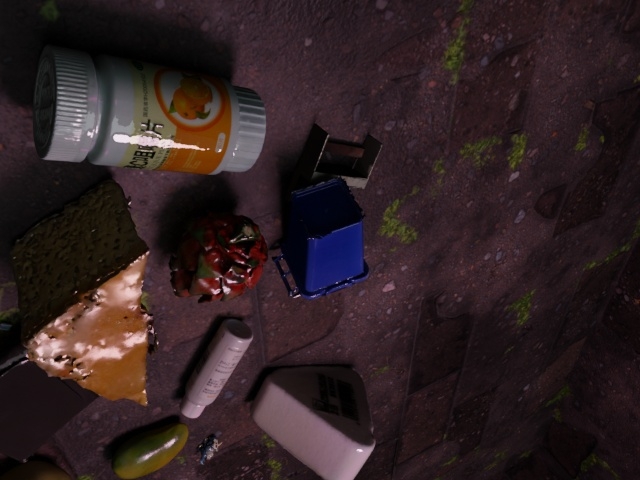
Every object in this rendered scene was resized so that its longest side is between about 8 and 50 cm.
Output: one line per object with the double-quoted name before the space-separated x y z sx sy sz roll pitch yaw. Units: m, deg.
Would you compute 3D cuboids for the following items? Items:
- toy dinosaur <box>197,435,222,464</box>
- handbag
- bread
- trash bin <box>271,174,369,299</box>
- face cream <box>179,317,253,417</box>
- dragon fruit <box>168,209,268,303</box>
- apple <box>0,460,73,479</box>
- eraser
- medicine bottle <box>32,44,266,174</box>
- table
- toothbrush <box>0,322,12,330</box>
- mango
"toy dinosaur" -0.302 0.566 1.624 0.083 0.047 0.030 -49 140 9
"handbag" -0.556 0.287 1.140 0.223 0.080 0.247 -40 140 -17
"bread" -0.336 0.096 1.032 0.279 0.248 0.315 -41 143 4
"trash bin" 0.000 0.000 1.217 0.184 0.163 0.234 -20 151 -13
"face cream" -0.251 0.305 1.403 0.082 0.082 0.269 14 117 -43
"dragon fruit" -0.193 0.029 1.131 0.188 0.182 0.182 3 136 11
"apple" -0.624 0.575 1.298 0.200 0.200 0.200 -20 136 -21
"eraser" 0.019 0.482 1.589 0.331 0.331 0.150 9 120 -41
"medicine bottle" -0.248 -0.184 0.907 0.318 0.158 0.158 0 126 -37
"table" 0.025 -0.139 1.225 0.146 0.062 0.175 3 121 -38
"toothbrush" -0.613 0.134 1.033 0.017 0.014 0.162 -39 141 22
"mango" -0.413 0.518 1.470 0.191 0.085 0.122 -14 130 -25
